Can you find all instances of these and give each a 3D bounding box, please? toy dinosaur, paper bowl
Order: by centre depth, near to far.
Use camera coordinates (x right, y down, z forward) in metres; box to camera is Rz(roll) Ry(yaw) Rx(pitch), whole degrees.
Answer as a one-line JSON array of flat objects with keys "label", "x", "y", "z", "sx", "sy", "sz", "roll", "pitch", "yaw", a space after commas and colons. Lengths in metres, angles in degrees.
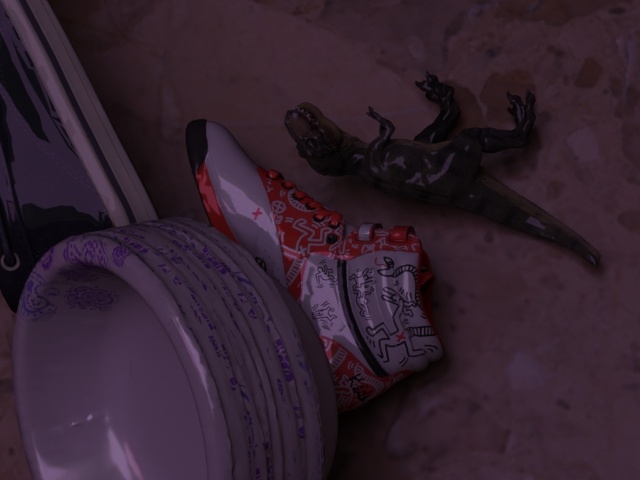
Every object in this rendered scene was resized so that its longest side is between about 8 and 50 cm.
[{"label": "paper bowl", "x": -0.098, "y": 0.122, "z": 1.377, "sx": 0.148, "sy": 0.284, "sz": 0.284, "roll": -15, "pitch": 60, "yaw": -37}, {"label": "toy dinosaur", "x": 0.109, "y": -0.070, "z": 1.483, "sx": 0.268, "sy": 0.064, "sz": 0.118, "roll": 20, "pitch": 67, "yaw": 7}]

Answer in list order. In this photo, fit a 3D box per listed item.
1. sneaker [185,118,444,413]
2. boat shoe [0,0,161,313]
[{"label": "sneaker", "x": 0.001, "y": 0.001, "z": 1.472, "sx": 0.145, "sy": 0.090, "sz": 0.270, "roll": -25, "pitch": 70, "yaw": 4}, {"label": "boat shoe", "x": -0.290, "y": -0.157, "z": 1.555, "sx": 0.156, "sy": 0.187, "sz": 0.500, "roll": -28, "pitch": 71, "yaw": -3}]
